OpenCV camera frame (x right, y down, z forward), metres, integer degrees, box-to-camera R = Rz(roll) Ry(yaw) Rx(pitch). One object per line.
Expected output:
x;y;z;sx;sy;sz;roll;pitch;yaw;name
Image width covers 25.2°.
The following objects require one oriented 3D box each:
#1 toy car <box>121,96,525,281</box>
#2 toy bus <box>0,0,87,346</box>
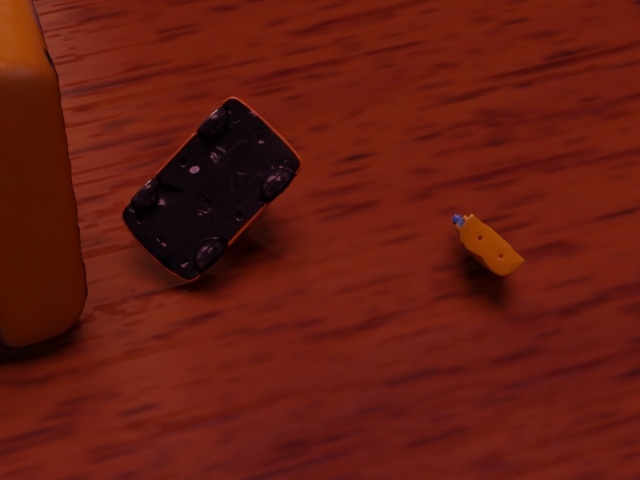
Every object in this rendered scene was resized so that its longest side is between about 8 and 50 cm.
0.000;0.000;0.467;0.122;0.060;0.040;26;3;1;toy car
-0.242;-0.010;0.404;0.332;0.108;0.130;-12;41;-13;toy bus
